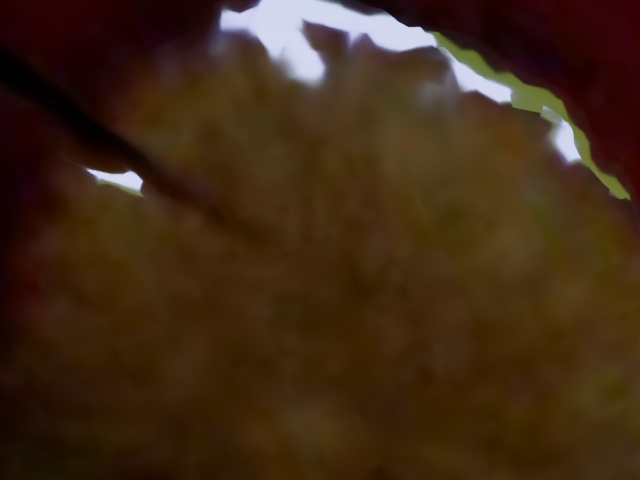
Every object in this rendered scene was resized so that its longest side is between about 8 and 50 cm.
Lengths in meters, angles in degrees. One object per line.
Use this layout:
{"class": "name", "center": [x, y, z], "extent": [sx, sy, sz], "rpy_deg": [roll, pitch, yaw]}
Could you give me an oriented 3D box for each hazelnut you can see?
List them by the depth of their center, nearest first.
{"class": "hazelnut", "center": [0.000, 0.000, 0.897], "extent": [0.429, 0.402, 0.402], "rpy_deg": [11, 68, -8]}
